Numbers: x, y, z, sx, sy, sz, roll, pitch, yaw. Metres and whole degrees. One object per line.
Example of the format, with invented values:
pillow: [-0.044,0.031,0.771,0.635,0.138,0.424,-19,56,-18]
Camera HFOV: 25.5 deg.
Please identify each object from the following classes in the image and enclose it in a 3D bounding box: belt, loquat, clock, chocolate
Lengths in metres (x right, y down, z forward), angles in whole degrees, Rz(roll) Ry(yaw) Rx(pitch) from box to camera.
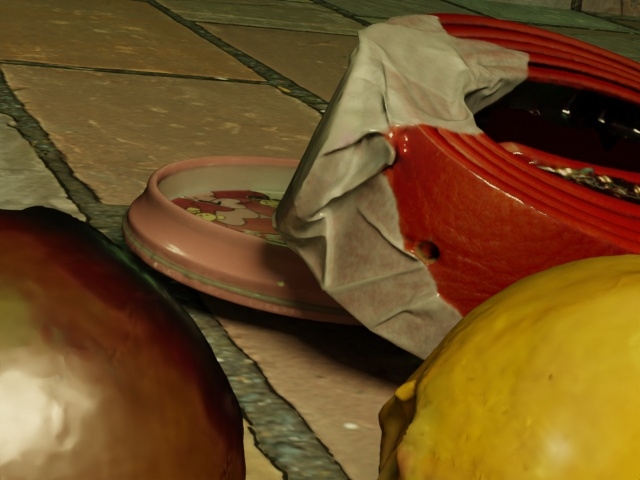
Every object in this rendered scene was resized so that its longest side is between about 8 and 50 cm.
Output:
belt: [0.128,-0.017,0.763,0.324,0.115,0.227,12,33,-25]
loquat: [0.127,0.091,0.420,0.234,0.176,0.187,15,14,-15]
clock: [-0.001,0.001,0.874,0.244,0.056,0.244,8,15,-2]
chocolate: [-0.116,0.074,0.427,0.177,0.176,0.177,8,16,-2]
